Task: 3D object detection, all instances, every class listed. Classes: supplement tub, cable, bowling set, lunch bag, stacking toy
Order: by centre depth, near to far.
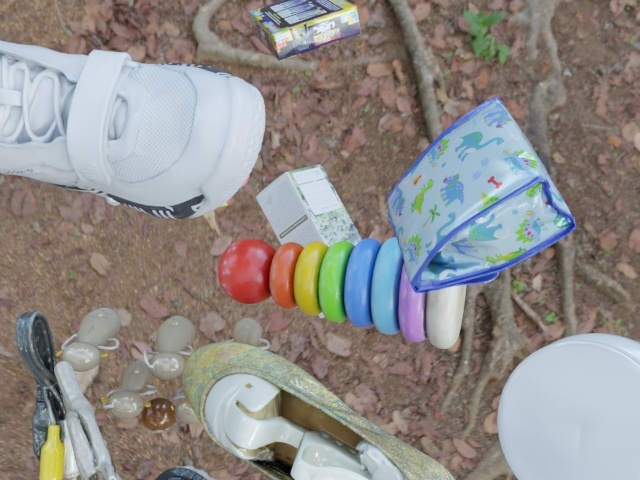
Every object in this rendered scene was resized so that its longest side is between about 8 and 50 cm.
[{"bbox_3d":[0.135,-0.033,0.597,0.096,0.151,0.129,43,25,-35],"label":"lunch bag"},{"bbox_3d":[0.018,0.048,0.841,0.330,0.141,0.141,7,65,17],"label":"stacking toy"},{"bbox_3d":[0.394,0.252,0.865,0.324,0.235,0.236,21,58,-50],"label":"supplement tub"},{"bbox_3d":[-0.218,0.215,0.934,0.286,0.154,0.200,2,106,-5],"label":"bowling set"},{"bbox_3d":[-0.392,0.237,0.976,0.072,0.139,0.288,4,103,7],"label":"cable"}]

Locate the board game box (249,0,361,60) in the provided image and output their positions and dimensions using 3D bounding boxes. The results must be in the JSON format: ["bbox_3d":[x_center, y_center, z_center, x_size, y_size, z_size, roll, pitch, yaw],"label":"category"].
[{"bbox_3d":[-0.029,-0.356,1.052,0.140,0.048,0.170,-20,34,-7],"label":"board game box"}]

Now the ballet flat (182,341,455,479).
[{"bbox_3d":[-0.024,0.205,0.659,0.348,0.123,0.123,25,64,22],"label":"ballet flat"}]

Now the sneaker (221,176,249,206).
[{"bbox_3d":[-0.138,-0.096,0.847,0.094,0.082,0.209,12,31,-4],"label":"sneaker"}]

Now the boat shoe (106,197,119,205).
[{"bbox_3d":[-0.343,-0.108,1.112,0.035,0.035,0.100,22,57,-15],"label":"boat shoe"}]

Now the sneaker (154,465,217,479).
[{"bbox_3d":[-0.077,0.360,0.721,0.271,0.108,0.100,42,79,19],"label":"sneaker"}]

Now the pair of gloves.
[{"bbox_3d":[-0.252,0.282,0.751,0.042,0.240,0.204,-15,36,-23],"label":"pair of gloves"}]

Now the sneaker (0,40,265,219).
[{"bbox_3d":[-0.231,-0.105,0.551,0.210,0.365,0.138,10,89,-51],"label":"sneaker"}]

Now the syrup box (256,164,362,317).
[{"bbox_3d":[0.000,0.000,1.083,0.093,0.096,0.237,-20,80,-48],"label":"syrup box"}]
